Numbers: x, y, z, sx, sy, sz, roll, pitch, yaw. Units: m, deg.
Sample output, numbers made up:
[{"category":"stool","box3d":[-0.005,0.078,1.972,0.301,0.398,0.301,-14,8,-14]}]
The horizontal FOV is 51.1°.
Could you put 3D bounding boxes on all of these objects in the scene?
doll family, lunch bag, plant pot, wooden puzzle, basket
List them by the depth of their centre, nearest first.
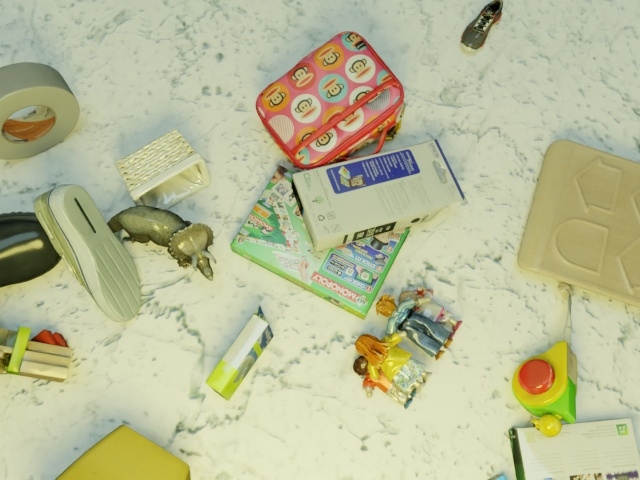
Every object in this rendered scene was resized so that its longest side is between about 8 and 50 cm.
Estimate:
[{"category":"plant pot","box3d":[-0.338,0.452,1.172,0.212,0.212,0.187,29,60,8]},{"category":"doll family","box3d":[0.163,0.190,1.316,0.163,0.118,0.263,34,73,9]},{"category":"basket","box3d":[-0.334,-0.143,1.420,0.167,0.113,0.103,-32,71,-12]},{"category":"wooden puzzle","box3d":[0.623,-0.026,1.435,0.348,0.080,0.322,18,71,9]},{"category":"lunch bag","box3d":[0.033,-0.278,1.457,0.293,0.120,0.258,-37,78,1]}]

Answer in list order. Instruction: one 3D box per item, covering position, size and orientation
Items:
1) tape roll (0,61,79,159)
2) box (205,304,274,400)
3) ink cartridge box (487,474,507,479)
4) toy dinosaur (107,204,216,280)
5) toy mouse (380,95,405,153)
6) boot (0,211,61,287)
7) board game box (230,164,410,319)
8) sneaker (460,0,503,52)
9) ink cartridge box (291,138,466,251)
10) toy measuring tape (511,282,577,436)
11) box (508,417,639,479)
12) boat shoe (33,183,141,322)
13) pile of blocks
[{"category":"tape roll","box3d":[-0.621,-0.266,1.394,0.219,0.219,0.072,-30,73,-12]},{"category":"box","box3d":[-0.149,0.219,1.300,0.042,0.109,0.178,31,73,13]},{"category":"ink cartridge box","box3d":[0.349,0.484,1.257,0.028,0.048,0.083,-27,73,-11]},{"category":"toy dinosaur","box3d":[-0.327,-0.024,1.352,0.313,0.160,0.121,26,72,6]},{"category":"toy mouse","box3d":[0.120,-0.286,1.526,0.143,0.031,0.161,34,73,9]},{"category":"boot","box3d":[-0.673,0.118,1.160,0.367,0.445,0.146,-14,114,2]},{"category":"board game box","box3d":[0.000,0.000,1.415,0.317,0.046,0.213,27,72,7]},{"category":"sneaker","box3d":[0.386,-0.521,1.600,0.061,0.065,0.158,30,72,8]},{"category":"ink cartridge box","box3d":[0.120,-0.097,1.402,0.333,0.065,0.165,-15,66,-12]},{"category":"toy measuring tape","box3d":[0.444,0.233,1.332,0.121,0.121,0.330,13,54,3]},{"category":"box","box3d":[0.497,0.506,1.253,0.232,0.058,0.322,-4,70,-3]},{"category":"boat shoe","box3d":[-0.451,0.027,1.314,0.094,0.302,0.109,-6,26,32]},{"category":"pile of blocks","box3d":[-0.641,0.187,1.273,0.362,0.149,0.112,7,71,1]}]
